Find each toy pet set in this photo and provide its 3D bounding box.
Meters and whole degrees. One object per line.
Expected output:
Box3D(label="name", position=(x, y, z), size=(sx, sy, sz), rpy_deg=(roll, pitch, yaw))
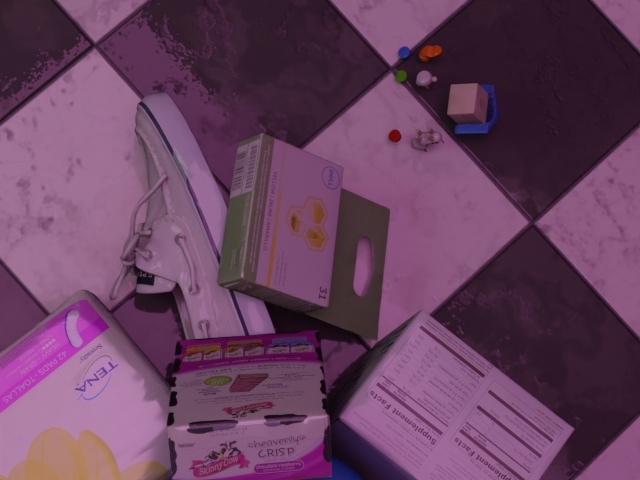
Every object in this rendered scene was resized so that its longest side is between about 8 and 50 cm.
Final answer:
Box3D(label="toy pet set", position=(0.150, -0.165, 1.977), size=(0.114, 0.065, 0.122), rpy_deg=(0, 73, 28))

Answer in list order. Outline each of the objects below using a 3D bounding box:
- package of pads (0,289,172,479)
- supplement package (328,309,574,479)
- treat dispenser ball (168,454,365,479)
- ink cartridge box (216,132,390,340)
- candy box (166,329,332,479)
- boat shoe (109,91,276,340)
Box3D(label="package of pads", position=(-0.296, 0.229, 1.807), size=(0.296, 0.101, 0.229), rpy_deg=(-39, 86, -12))
Box3D(label="supplement package", position=(0.121, 0.209, 1.784), size=(0.204, 0.262, 0.145), rpy_deg=(38, 77, 0))
Box3D(label="treat dispenser ball", position=(-0.056, 0.350, 1.722), size=(0.288, 0.288, 0.288), rpy_deg=(1, 79, -7))
Box3D(label="ink cartridge box", position=(0.000, 0.000, 1.847), size=(0.235, 0.056, 0.171), rpy_deg=(21, 66, -34))
Box3D(label="candy box", position=(-0.072, 0.169, 1.697), size=(0.159, 0.233, 0.071), rpy_deg=(-4, 107, 0))
Box3D(label="boat shoe", position=(-0.168, 0.023, 1.859), size=(0.156, 0.136, 0.367), rpy_deg=(-21, 92, -8))
